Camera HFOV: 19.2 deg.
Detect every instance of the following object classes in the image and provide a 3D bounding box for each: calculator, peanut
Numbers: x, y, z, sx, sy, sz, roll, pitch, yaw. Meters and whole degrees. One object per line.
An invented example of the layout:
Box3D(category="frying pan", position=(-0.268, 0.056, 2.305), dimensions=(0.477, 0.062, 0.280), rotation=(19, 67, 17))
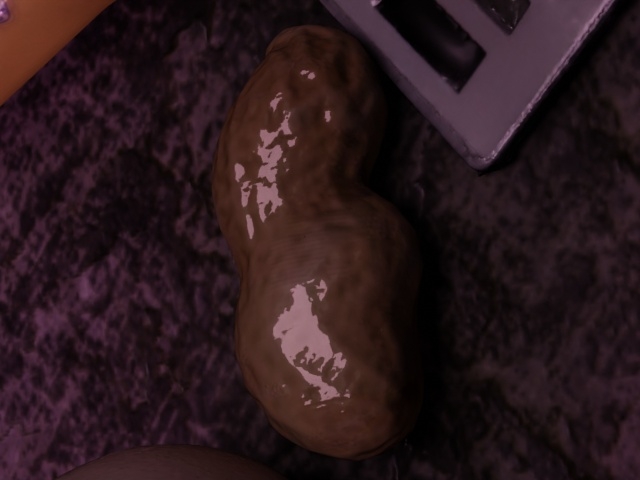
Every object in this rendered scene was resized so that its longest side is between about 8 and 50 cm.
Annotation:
Box3D(category="calculator", position=(0.106, -0.174, 0.920), dimensions=(0.161, 0.021, 0.261), rotation=(49, 117, 30))
Box3D(category="peanut", position=(-0.001, 0.000, 0.960), dimensions=(0.104, 0.086, 0.227), rotation=(-18, 75, 28))

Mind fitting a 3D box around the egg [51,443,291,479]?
Box3D(category="egg", position=(-0.049, 0.229, 0.944), dimensions=(0.264, 0.174, 0.286), rotation=(-13, 102, 37))

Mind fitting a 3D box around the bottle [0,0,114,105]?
Box3D(category="bottle", position=(-0.258, -0.130, 1.115), dimensions=(0.351, 0.171, 0.171), rotation=(-37, 66, 31))
